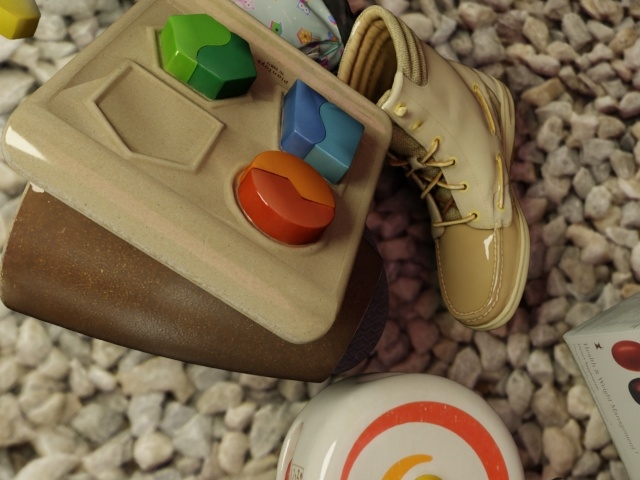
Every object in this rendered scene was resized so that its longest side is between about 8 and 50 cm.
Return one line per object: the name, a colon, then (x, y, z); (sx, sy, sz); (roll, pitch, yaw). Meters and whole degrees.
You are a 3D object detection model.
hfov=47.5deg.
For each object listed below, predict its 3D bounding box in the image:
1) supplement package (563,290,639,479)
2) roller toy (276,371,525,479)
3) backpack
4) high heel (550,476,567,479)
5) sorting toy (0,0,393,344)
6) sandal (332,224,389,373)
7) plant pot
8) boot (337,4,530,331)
supplement package: (0.379, 0.140, 0.682); (0.149, 0.203, 0.194); (-24, 87, -19)
roller toy: (0.064, 0.209, 0.608); (0.209, 0.146, 0.191); (-40, 92, -18)
backpack: (-0.067, -0.182, 0.649); (0.182, 0.115, 0.152); (-35, 78, -25)
high heel: (0.125, 0.320, 0.630); (0.186, 0.093, 0.261); (20, 84, -18)
sorting toy: (-0.091, -0.098, 0.464); (0.307, 0.041, 0.229); (34, 43, -11)
sandal: (0.001, -0.001, 0.685); (0.097, 0.054, 0.255); (-2, 71, -24)
plant pot: (-0.077, 0.008, 0.552); (0.230, 0.215, 0.215); (27, 74, -1)
boot: (0.099, -0.060, 0.651); (0.203, 0.095, 0.262); (19, 69, -44)
